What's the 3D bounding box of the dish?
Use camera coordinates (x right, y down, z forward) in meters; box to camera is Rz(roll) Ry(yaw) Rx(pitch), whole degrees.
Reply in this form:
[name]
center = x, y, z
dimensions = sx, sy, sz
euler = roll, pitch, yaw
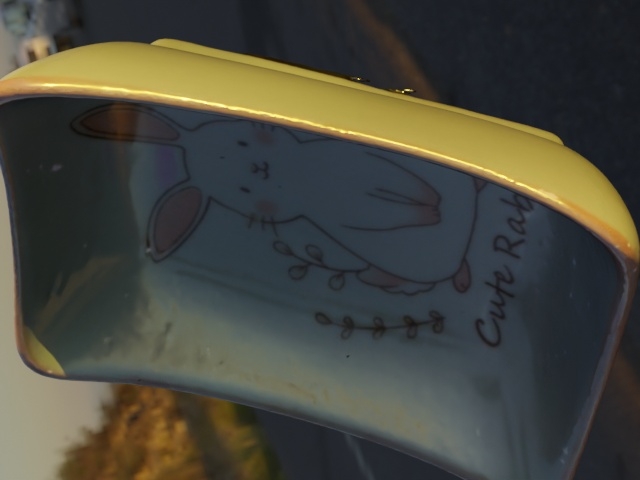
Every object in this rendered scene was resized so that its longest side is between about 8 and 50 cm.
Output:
[dish]
center = 0.000, 0.000, 0.528
dimensions = 0.151, 0.212, 0.077
euler = 95, -168, -48
